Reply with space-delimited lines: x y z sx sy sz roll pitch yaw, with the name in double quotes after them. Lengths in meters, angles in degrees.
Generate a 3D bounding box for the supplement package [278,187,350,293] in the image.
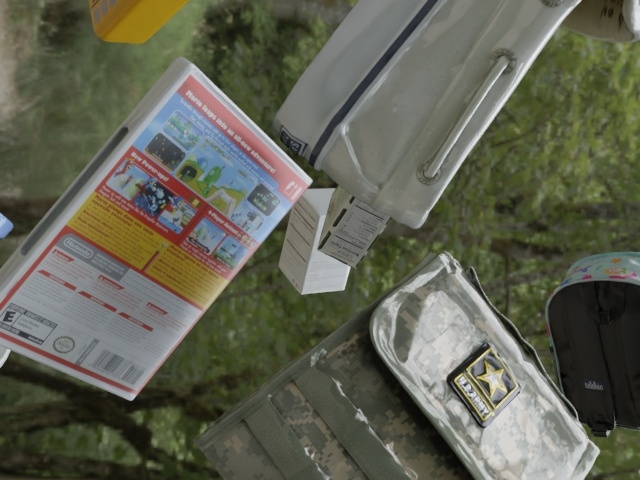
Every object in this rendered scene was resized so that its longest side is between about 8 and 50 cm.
0.000 0.000 1.609 0.105 0.105 0.179 49 -47 47 "supplement package"

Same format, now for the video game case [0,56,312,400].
-0.152 0.003 0.753 0.285 0.204 0.025 -50 -131 -1 "video game case"

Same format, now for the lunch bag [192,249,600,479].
0.077 0.175 0.740 0.235 0.287 0.169 52 -3 5 "lunch bag"

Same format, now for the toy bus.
-0.262 -0.442 1.323 0.333 0.108 0.130 -20 -103 51 "toy bus"

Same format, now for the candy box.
0.086 -0.093 1.217 0.233 0.071 0.159 -56 -169 37 "candy box"

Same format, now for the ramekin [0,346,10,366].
-0.474 0.100 1.008 0.109 0.207 0.207 -7 -104 37 "ramekin"

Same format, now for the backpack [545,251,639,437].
0.458 0.139 1.220 0.225 0.191 0.253 -4 -63 41 "backpack"

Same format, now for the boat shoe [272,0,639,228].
0.144 -0.152 0.443 0.367 0.156 0.136 -50 -179 8 "boat shoe"

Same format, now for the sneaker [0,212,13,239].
-0.493 -0.001 1.124 0.232 0.081 0.090 -8 -135 53 "sneaker"
